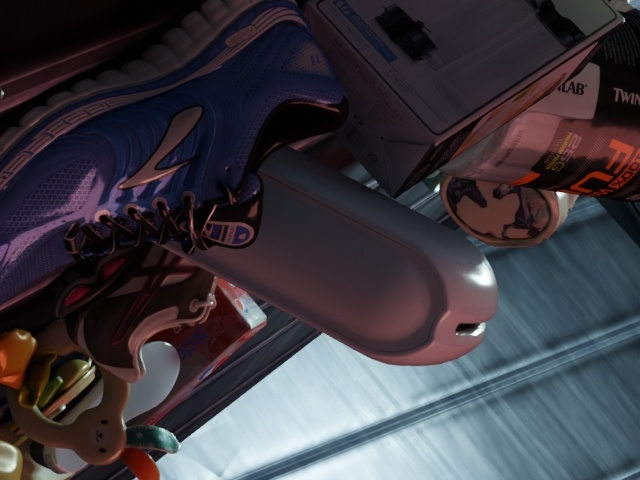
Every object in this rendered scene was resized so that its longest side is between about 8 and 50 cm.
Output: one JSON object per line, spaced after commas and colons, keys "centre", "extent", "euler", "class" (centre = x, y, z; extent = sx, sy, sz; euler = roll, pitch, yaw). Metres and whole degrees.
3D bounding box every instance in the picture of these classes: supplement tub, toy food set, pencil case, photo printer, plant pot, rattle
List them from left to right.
{"centre": [-0.373, 0.284, 1.722], "extent": [0.109, 0.096, 0.109], "euler": [-45, 170, 30], "class": "plant pot"}
{"centre": [-0.321, 0.182, 1.657], "extent": [0.132, 0.038, 0.192], "euler": [-38, -175, 22], "class": "toy food set"}
{"centre": [-0.228, 0.166, 1.370], "extent": [0.130, 0.200, 0.143], "euler": [-37, 171, -25], "class": "rattle"}
{"centre": [0.000, 0.000, 1.129], "extent": [0.107, 0.307, 0.256], "euler": [-64, 168, 7], "class": "photo printer"}
{"centre": [0.308, -0.166, 1.835], "extent": [0.410, 0.159, 0.184], "euler": [-54, 141, -35], "class": "pencil case"}
{"centre": [0.283, -0.152, 1.502], "extent": [0.337, 0.207, 0.207], "euler": [6, 147, -28], "class": "supplement tub"}

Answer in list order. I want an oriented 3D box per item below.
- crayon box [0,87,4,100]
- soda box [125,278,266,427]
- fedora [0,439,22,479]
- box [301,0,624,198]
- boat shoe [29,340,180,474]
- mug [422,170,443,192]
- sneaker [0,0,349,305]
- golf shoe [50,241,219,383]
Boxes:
{"centre": [-0.339, 0.045, 0.517], "extent": [0.313, 0.106, 0.363], "euler": [-46, 171, 34], "class": "crayon box"}
{"centre": [-0.199, 0.162, 1.877], "extent": [0.263, 0.092, 0.083], "euler": [-42, 171, 14], "class": "soda box"}
{"centre": [-0.375, 0.252, 1.482], "extent": [0.194, 0.194, 0.079], "euler": [119, -15, -69], "class": "fedora"}
{"centre": [0.118, -0.179, 1.227], "extent": [0.290, 0.169, 0.087], "euler": [-33, 167, -37], "class": "box"}
{"centre": [-0.271, 0.205, 1.720], "extent": [0.076, 0.080, 0.228], "euler": [-1, -143, 45], "class": "boat shoe"}
{"centre": [0.172, -0.145, 1.915], "extent": [0.129, 0.097, 0.158], "euler": [-40, 172, 2], "class": "mug"}
{"centre": [-0.114, -0.043, 0.946], "extent": [0.330, 0.147, 0.130], "euler": [-37, 172, -16], "class": "sneaker"}
{"centre": [-0.126, 0.016, 1.331], "extent": [0.273, 0.120, 0.105], "euler": [-42, 171, 0], "class": "golf shoe"}
